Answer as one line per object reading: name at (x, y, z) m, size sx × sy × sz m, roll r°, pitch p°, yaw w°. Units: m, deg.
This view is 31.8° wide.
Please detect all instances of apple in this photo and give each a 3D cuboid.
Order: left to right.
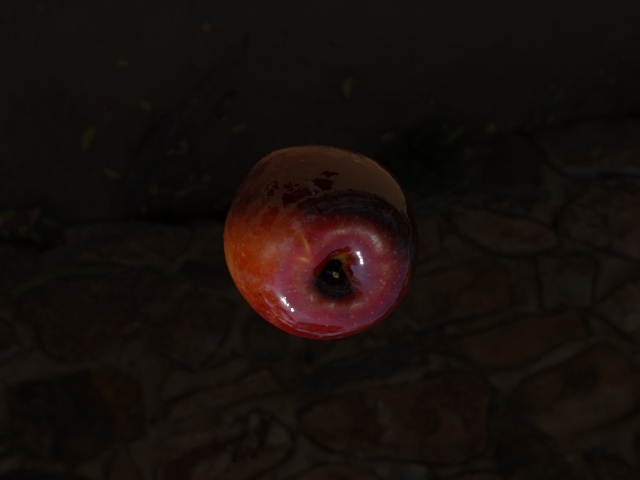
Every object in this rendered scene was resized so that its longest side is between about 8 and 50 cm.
apple at (0.000, 0.000, 1.267) m, size 0.218 × 0.201 × 0.218 m, roll -4°, pitch 122°, yaw -6°
